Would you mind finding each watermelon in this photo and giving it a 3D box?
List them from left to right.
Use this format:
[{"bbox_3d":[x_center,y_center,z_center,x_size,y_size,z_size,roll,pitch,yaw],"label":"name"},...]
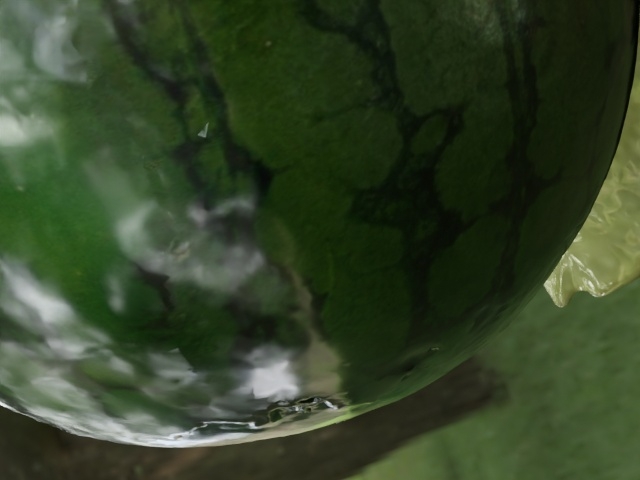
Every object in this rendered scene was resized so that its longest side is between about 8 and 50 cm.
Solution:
[{"bbox_3d":[-0.050,-0.095,0.682,0.363,0.363,0.363,-19,-90,-90],"label":"watermelon"}]

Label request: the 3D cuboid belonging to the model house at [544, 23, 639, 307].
[{"bbox_3d":[0.176,-0.178,1.085,0.266,0.321,0.261,44,-165,-30],"label":"model house"}]
